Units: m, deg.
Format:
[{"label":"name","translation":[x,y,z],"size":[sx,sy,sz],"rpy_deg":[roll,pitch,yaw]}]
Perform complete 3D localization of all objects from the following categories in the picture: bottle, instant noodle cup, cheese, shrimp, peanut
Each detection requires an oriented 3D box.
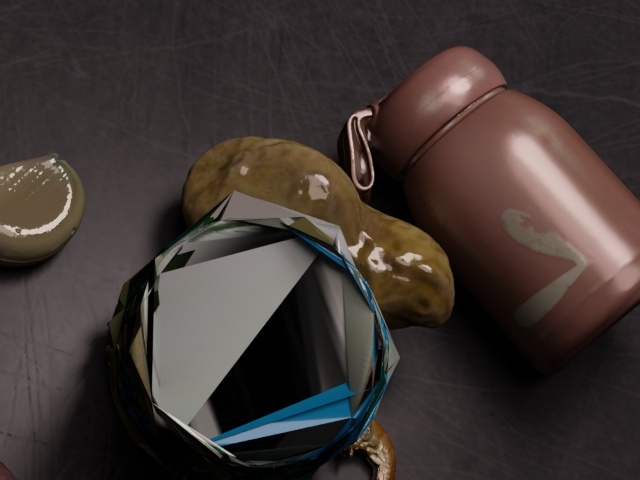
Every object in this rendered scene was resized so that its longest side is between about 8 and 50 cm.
[{"label":"bottle","translation":[0.162,-0.029,1.507],"size":[0.206,0.173,0.297],"rpy_deg":[-37,81,-20]},{"label":"instant noodle cup","translation":[-0.051,0.083,1.264],"size":[0.240,0.178,0.240],"rpy_deg":[1,83,-6]},{"label":"cheese","translation":[-0.269,-0.015,1.354],"size":[0.171,0.047,0.092],"rpy_deg":[-24,73,-35]},{"label":"shrimp","translation":[0.008,0.180,1.387],"size":[0.127,0.025,0.091],"rpy_deg":[15,56,-22]},{"label":"peanut","translation":[0.000,0.000,1.426],"size":[0.253,0.137,0.122],"rpy_deg":[35,56,-6]}]

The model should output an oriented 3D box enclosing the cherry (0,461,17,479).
[{"label":"cherry","translation":[-0.314,0.239,1.069],"size":[0.307,0.221,0.261],"rpy_deg":[15,46,-2]}]
